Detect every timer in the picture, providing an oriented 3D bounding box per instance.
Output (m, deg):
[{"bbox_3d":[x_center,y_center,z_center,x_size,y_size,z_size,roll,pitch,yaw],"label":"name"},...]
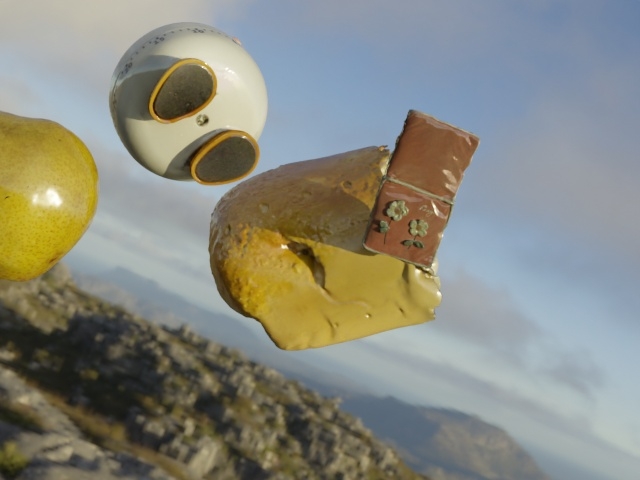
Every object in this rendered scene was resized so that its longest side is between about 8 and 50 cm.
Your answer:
[{"bbox_3d":[-0.197,-0.212,1.564,0.233,0.233,0.240,26,14,-32],"label":"timer"}]

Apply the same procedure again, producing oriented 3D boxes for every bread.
[{"bbox_3d":[0.000,0.000,1.849,0.394,0.250,0.361,-10,39,-1],"label":"bread"}]

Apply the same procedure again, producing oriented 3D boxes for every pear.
[{"bbox_3d":[-0.368,-0.052,1.250,0.209,0.209,0.209,23,-4,2],"label":"pear"}]

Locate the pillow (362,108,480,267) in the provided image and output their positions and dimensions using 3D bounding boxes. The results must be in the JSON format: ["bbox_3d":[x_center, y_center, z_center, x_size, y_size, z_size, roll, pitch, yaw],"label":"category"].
[{"bbox_3d":[0.152,-0.078,1.632,0.126,0.232,0.043,16,14,-14],"label":"pillow"}]
